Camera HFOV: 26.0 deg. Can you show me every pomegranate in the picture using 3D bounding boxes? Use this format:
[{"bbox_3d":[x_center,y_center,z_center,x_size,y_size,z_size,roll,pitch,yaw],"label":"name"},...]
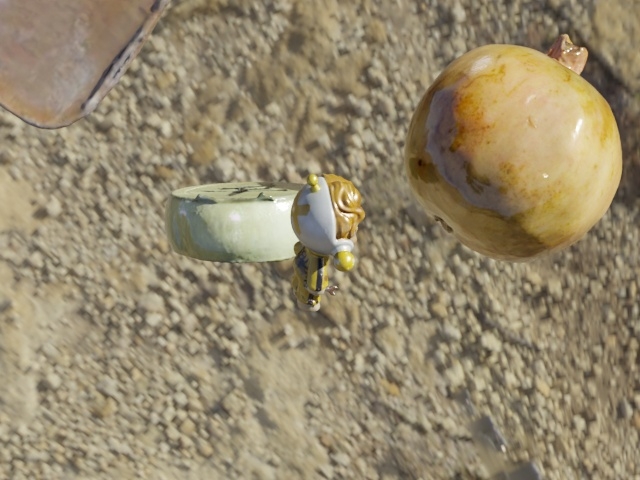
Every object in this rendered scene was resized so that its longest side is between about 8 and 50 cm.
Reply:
[{"bbox_3d":[0.229,-0.117,1.603,0.252,0.229,0.270,36,85,21],"label":"pomegranate"}]

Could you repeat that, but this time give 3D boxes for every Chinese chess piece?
[{"bbox_3d":[-0.091,-0.027,1.642,0.188,0.188,0.083,0,101,14],"label":"Chinese chess piece"}]

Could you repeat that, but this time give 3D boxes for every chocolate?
[{"bbox_3d":[-0.210,-0.226,1.226,0.161,0.083,0.261,40,102,-5],"label":"chocolate"}]

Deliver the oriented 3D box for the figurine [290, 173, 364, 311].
[{"bbox_3d":[-0.001,-0.002,1.329,0.068,0.143,0.101,2,61,-17],"label":"figurine"}]
